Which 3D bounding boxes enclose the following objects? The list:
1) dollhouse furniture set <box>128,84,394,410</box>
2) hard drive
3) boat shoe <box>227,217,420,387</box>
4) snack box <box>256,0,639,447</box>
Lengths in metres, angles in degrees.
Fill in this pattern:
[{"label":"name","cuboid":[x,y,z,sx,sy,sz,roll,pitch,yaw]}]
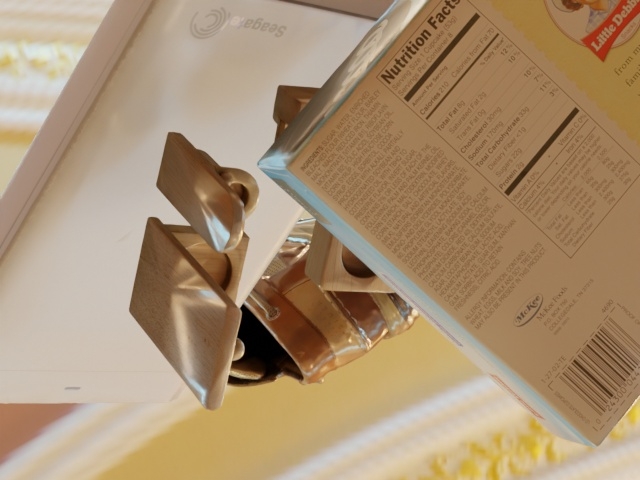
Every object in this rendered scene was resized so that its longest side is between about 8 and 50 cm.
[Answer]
[{"label":"dollhouse furniture set","cuboid":[0.000,0.000,1.002,0.151,0.144,0.123,4,-160,-26]},{"label":"hard drive","cuboid":[-0.091,-0.026,1.107,0.307,0.203,0.040,-55,-127,26]},{"label":"boat shoe","cuboid":[-0.048,0.047,1.437,0.120,0.324,0.122,-41,-77,-18]},{"label":"snack box","cuboid":[0.146,-0.092,0.827,0.187,0.060,0.322,42,-97,-14]}]
